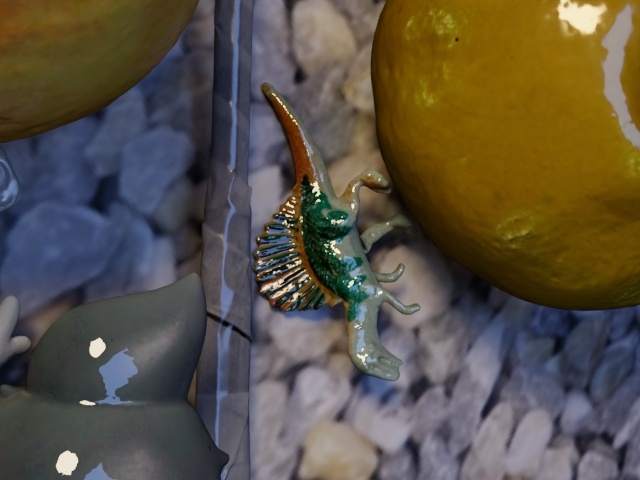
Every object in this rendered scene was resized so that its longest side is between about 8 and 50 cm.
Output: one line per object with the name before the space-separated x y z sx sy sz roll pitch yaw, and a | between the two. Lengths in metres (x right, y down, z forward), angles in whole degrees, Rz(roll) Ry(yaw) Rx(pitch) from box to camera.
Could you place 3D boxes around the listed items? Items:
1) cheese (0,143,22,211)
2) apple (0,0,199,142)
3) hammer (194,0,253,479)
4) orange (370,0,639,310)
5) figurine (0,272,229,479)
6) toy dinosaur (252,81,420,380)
cheese | -0.266 0.010 0.500 0.255 0.050 0.127 -30 97 -30
apple | -0.177 -0.177 0.450 0.233 0.286 0.286 -17 92 -31
hammer | -0.059 -0.045 0.600 0.152 0.044 0.427 6 87 -58
orange | 0.169 -0.093 0.650 0.279 0.235 0.279 6 75 -24
figurine | -0.167 0.112 0.492 0.265 0.140 0.193 3 77 -34
toy dinosaur | 0.000 -0.001 0.661 0.187 0.044 0.106 43 78 -8
